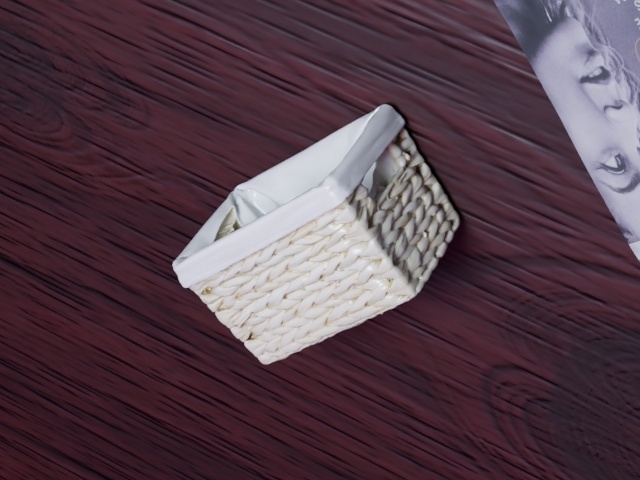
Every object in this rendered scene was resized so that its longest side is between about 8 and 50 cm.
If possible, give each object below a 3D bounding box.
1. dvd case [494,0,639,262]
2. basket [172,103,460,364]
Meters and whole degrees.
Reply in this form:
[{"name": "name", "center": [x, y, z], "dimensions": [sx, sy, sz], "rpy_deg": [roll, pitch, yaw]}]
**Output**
[{"name": "dvd case", "center": [0.183, -0.092, 0.798], "dimensions": [0.221, 0.018, 0.164], "rpy_deg": [60, 156, -2]}, {"name": "basket", "center": [0.000, 0.000, 0.975], "dimensions": [0.167, 0.113, 0.103], "rpy_deg": [-26, 108, 39]}]
